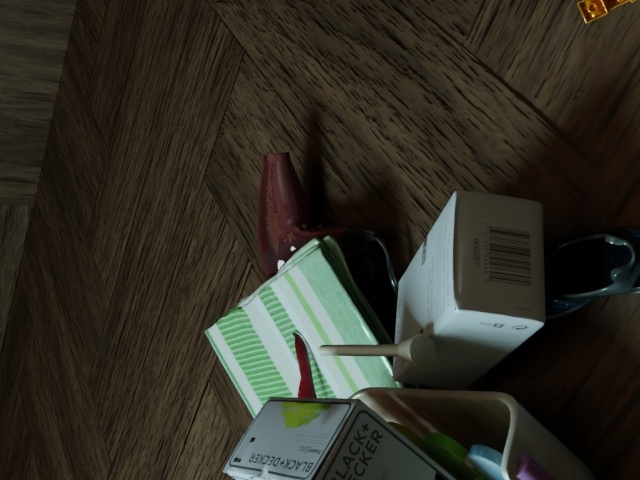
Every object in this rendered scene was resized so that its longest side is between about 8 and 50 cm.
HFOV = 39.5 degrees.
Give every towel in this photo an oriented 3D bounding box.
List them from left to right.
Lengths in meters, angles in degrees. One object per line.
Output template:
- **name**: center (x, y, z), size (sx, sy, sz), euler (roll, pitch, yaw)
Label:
- **towel**: center (-0.017, 0.159, 1.140), size (0.325, 0.038, 0.247), euler (-38, 79, 50)

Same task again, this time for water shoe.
- **water shoe**: center (0.215, 0.024, 0.793), size (0.203, 0.080, 0.072), euler (-27, 64, 55)

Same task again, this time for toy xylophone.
- **toy xylophone**: center (0.103, 0.192, 0.862), size (0.081, 0.236, 0.323), euler (-57, 14, -25)

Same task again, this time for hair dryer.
- **hair dryer**: center (0.000, 0.000, 1.170), size (0.293, 0.080, 0.223), euler (56, 132, 24)

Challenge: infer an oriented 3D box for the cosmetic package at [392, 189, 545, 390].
- **cosmetic package**: center (0.131, 0.056, 0.835), size (0.231, 0.086, 0.117), euler (112, 165, -64)

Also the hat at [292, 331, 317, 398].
- **hat**: center (0.033, 0.260, 1.089), size (0.173, 0.208, 0.183), euler (9, 55, 29)

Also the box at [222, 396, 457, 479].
- **box**: center (0.070, 0.261, 0.823), size (0.169, 0.290, 0.087), euler (-17, 36, 59)

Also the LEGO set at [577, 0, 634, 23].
- **LEGO set**: center (0.266, -0.242, 0.722), size (0.227, 0.093, 0.087), euler (-19, 107, 30)
